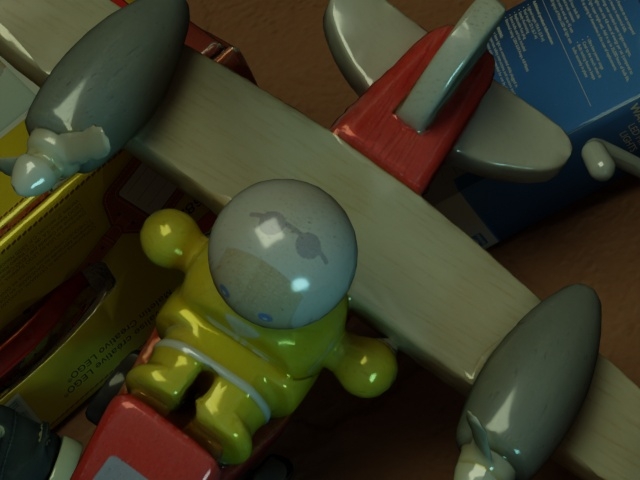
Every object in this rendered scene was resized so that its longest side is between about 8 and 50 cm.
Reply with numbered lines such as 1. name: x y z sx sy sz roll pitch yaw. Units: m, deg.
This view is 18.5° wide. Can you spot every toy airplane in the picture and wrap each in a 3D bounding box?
1. toy airplane: 0.000 0.000 1.213 0.386 0.272 0.384 -8 84 1

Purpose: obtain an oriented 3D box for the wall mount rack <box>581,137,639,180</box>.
1. wall mount rack: 0.298 -0.029 1.166 0.350 0.130 0.304 -51 37 24

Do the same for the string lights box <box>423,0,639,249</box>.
1. string lights box: 0.178 -0.108 1.384 0.260 0.077 0.133 -28 50 13

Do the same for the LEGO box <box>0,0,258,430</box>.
1. LEGO box: -0.323 -0.013 1.459 0.500 0.193 0.372 -41 52 -11

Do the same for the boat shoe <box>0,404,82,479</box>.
1. boat shoe: -0.241 0.226 1.296 0.079 0.095 0.254 28 67 -8
